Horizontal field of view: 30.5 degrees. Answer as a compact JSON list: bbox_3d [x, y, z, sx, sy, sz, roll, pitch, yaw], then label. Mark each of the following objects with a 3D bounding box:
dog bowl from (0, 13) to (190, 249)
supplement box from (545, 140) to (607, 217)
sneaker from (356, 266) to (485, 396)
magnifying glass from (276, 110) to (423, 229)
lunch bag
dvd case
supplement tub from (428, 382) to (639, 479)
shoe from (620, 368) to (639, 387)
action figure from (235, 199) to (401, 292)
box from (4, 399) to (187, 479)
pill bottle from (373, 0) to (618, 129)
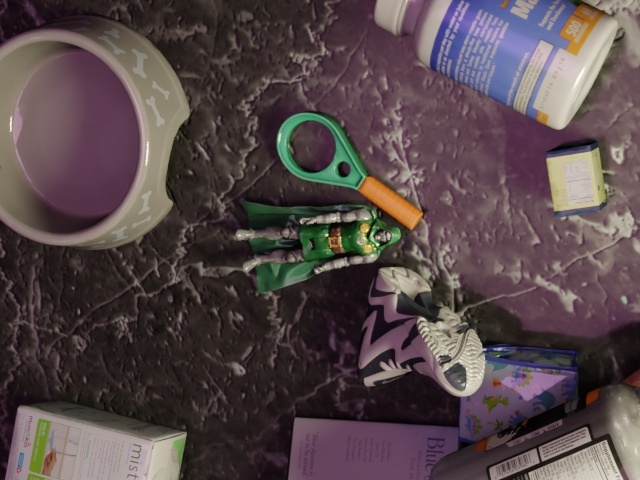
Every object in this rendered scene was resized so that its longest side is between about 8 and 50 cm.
[{"bbox_3d":[-0.361,-0.150,1.687,0.349,0.102,0.348,3,100,20],"label":"dog bowl"},{"bbox_3d":[0.320,-0.077,1.463,0.056,0.083,0.083,-8,95,21],"label":"supplement box"},{"bbox_3d":[0.120,0.159,1.536,0.235,0.094,0.153,48,130,41],"label":"sneaker"},{"bbox_3d":[0.039,-0.092,1.593,0.231,0.026,0.092,36,109,10],"label":"magnifying glass"},{"bbox_3d":[0.257,0.207,1.527,0.151,0.096,0.129,3,100,10],"label":"lunch bag"},{"bbox_3d":[0.072,0.341,1.617,0.253,0.022,0.180,0,74,19],"label":"dvd case"},{"bbox_3d":[0.304,0.292,1.388,0.316,0.193,0.193,-28,89,20],"label":"supplement tub"},{"bbox_3d":[0.440,0.247,1.488,0.081,0.063,0.178,-38,80,22],"label":"shoe"},{"bbox_3d":[0.000,0.000,1.602,0.232,0.063,0.137,-7,105,23],"label":"action figure"},{"bbox_3d":[-0.343,0.389,1.732,0.231,0.127,0.262,10,90,17],"label":"box"},{"bbox_3d":[0.209,-0.259,1.435,0.272,0.152,0.152,29,107,13],"label":"pill bottle"}]
